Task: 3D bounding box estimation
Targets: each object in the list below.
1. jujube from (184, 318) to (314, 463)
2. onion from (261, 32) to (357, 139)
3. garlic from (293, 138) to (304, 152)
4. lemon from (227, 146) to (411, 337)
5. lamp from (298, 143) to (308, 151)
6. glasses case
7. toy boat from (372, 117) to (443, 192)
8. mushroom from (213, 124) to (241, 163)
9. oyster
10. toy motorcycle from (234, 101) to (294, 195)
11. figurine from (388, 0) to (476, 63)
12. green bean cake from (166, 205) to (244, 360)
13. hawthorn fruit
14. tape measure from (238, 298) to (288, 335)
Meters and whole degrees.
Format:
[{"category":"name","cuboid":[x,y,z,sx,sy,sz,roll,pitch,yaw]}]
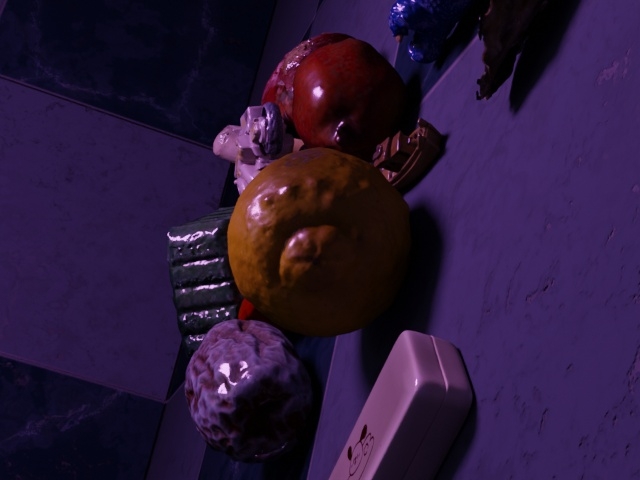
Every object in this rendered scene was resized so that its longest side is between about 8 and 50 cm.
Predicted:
[{"category":"jujube","cuboid":[-0.126,0.259,1.829,0.317,0.226,0.226,-134,63,-71]},{"category":"onion","cuboid":[0.004,-0.301,2.103,0.246,0.190,0.246,-33,34,26]},{"category":"garlic","cuboid":[-0.018,-0.189,2.246,0.164,0.145,0.245,-8,57,40]},{"category":"lemon","cuboid":[0.000,0.003,1.517,0.316,0.285,0.285,80,-157,-71]},{"category":"lamp","cuboid":[0.008,-0.082,1.947,0.121,0.121,0.215,120,149,-44]},{"category":"glasses case","cuboid":[0.074,0.263,1.231,0.131,0.070,0.313,-97,28,-64]},{"category":"toy boat","cuboid":[0.120,-0.127,1.606,0.206,0.072,0.064,131,153,-63]},{"category":"mushroom","cuboid":[-0.132,-0.184,2.434,0.260,0.234,0.254,135,148,-63]},{"category":"oyster","cuboid":[0.255,-0.310,1.288,0.166,0.094,0.294,-51,-26,-71]},{"category":"toy motorcycle","cuboid":[-0.110,-0.142,2.015,0.340,0.107,0.223,165,101,-77]},{"category":"figurine","cuboid":[0.182,-0.367,1.609,0.164,0.120,0.262,-49,-20,-20]},{"category":"green bean cake","cuboid":[-0.180,0.085,2.274,0.308,0.169,0.300,-30,-69,-66]},{"category":"hawthorn fruit","cuboid":[0.041,-0.216,1.769,0.248,0.208,0.208,-75,9,-58]},{"category":"tape measure","cuboid":[-0.062,0.057,2.054,0.253,0.114,0.260,133,157,-64]}]
